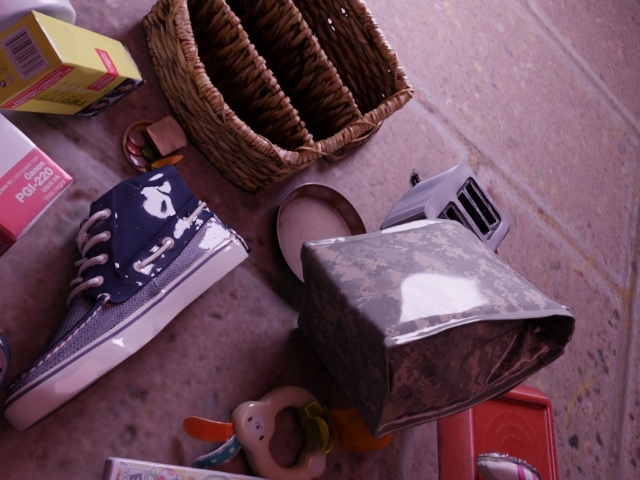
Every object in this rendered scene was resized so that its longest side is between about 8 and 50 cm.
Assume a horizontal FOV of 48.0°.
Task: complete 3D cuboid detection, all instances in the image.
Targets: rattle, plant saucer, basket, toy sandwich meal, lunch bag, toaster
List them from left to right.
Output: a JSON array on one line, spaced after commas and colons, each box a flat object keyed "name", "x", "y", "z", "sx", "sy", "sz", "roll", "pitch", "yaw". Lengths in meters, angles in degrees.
[{"name": "toy sandwich meal", "x": -0.208, "y": -0.122, "z": 0.910, "sx": 0.086, "sy": 0.029, "sz": 0.085, "roll": 15, "pitch": 64, "yaw": -34}, {"name": "basket", "x": -0.069, "y": -0.239, "z": 0.940, "sx": 0.213, "sy": 0.223, "sz": 0.299, "roll": -35, "pitch": 98, "yaw": -42}, {"name": "rattle", "x": -0.039, "y": 0.235, "z": 0.842, "sx": 0.200, "sy": 0.143, "sz": 0.130, "roll": 23, "pitch": 84, "yaw": -40}, {"name": "plant saucer", "x": 0.000, "y": 0.000, "z": 1.034, "sx": 0.169, "sy": 0.029, "sz": 0.168, "roll": 15, "pitch": 65, "yaw": -35}, {"name": "lunch bag", "x": 0.144, "y": 0.091, "z": 0.918, "sx": 0.287, "sy": 0.235, "sz": 0.168, "roll": -11, "pitch": 124, "yaw": -23}, {"name": "toaster", "x": 0.198, "y": -0.018, "z": 1.148, "sx": 0.185, "sy": 0.110, "sz": 0.168, "roll": 53, "pitch": 48, "yaw": -10}, {"name": "plant saucer", "x": 0.292, "y": 0.342, "z": 1.128, "sx": 0.259, "sy": 0.048, "sz": 0.258, "roll": 17, "pitch": 64, "yaw": -33}]

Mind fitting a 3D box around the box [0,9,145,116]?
[{"name": "box", "x": -0.268, "y": -0.179, "z": 0.762, "sx": 0.058, "sy": 0.087, "sz": 0.232, "roll": 59, "pitch": 7, "yaw": -4}]

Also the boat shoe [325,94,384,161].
[{"name": "boat shoe", "x": 0.066, "y": -0.187, "z": 1.138, "sx": 0.064, "sy": 0.060, "sz": 0.178, "roll": 52, "pitch": 49, "yaw": -11}]

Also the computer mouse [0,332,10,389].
[{"name": "computer mouse", "x": -0.372, "y": 0.185, "z": 0.660, "sx": 0.071, "sy": 0.041, "sz": 0.242, "roll": 37, "pitch": 60, "yaw": -12}]

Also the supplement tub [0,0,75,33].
[{"name": "supplement tub", "x": -0.394, "y": -0.309, "z": 0.722, "sx": 0.191, "sy": 0.191, "sz": 0.272, "roll": -35, "pitch": 96, "yaw": -42}]

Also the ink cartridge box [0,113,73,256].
[{"name": "ink cartridge box", "x": -0.366, "y": -0.081, "z": 0.678, "sx": 0.218, "sy": 0.159, "sz": 0.092, "roll": 44, "pitch": 53, "yaw": -18}]

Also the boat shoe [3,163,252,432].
[{"name": "boat shoe", "x": -0.233, "y": 0.045, "z": 0.778, "sx": 0.158, "sy": 0.127, "sz": 0.340, "roll": 51, "pitch": 41, "yaw": -4}]

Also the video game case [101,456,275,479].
[{"name": "video game case", "x": -0.151, "y": 0.357, "z": 0.756, "sx": 0.206, "sy": 0.026, "sz": 0.226, "roll": 20, "pitch": 69, "yaw": -32}]

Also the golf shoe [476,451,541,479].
[{"name": "golf shoe", "x": 0.290, "y": 0.374, "z": 1.037, "sx": 0.186, "sy": 0.067, "sz": 0.086, "roll": 41, "pitch": 54, "yaw": -20}]
